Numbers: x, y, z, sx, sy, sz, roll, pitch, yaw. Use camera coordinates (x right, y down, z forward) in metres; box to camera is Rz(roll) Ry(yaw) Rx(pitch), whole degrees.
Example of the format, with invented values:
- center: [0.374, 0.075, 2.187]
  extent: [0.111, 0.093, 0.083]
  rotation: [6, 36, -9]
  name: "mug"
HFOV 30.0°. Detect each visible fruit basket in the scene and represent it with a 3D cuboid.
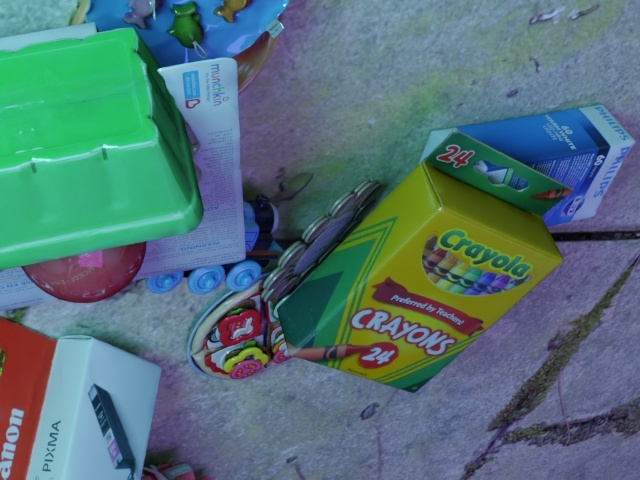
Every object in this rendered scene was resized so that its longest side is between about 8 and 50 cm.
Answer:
- center: [-0.226, -0.035, 1.017]
  extent: [0.327, 0.165, 0.353]
  rotation: [-12, 161, -7]
  name: "fruit basket"

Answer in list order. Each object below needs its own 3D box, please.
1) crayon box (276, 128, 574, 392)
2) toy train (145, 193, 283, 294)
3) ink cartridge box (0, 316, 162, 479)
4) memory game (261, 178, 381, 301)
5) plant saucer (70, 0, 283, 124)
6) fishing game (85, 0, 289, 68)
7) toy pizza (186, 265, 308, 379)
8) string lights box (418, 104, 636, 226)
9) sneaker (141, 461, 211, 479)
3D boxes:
- center: [0.125, 0.035, 1.357]
  extent: [0.202, 0.081, 0.318]
  rotation: [21, 126, -34]
  name: "crayon box"
- center: [-0.120, -0.003, 1.239]
  extent: [0.184, 0.080, 0.105]
  rotation: [0, 128, -39]
  name: "toy train"
- center: [-0.283, 0.232, 1.254]
  extent: [0.060, 0.275, 0.239]
  rotation: [-1, 160, 31]
  name: "ink cartridge box"
- center: [0.000, 0.000, 1.328]
  extent: [0.186, 0.012, 0.186]
  rotation: [-44, 169, -11]
  name: "memory game"
- center: [-0.129, -0.182, 1.044]
  extent: [0.200, 0.037, 0.200]
  rotation: [-21, 143, -16]
  name: "plant saucer"
- center: [-0.099, -0.202, 0.977]
  extent: [0.189, 0.041, 0.264]
  rotation: [8, 129, -40]
  name: "fishing game"
- center: [-0.066, 0.109, 1.457]
  extent: [0.201, 0.032, 0.201]
  rotation: [-21, 144, -17]
  name: "toy pizza"
- center: [0.238, -0.076, 1.435]
  extent: [0.260, 0.076, 0.133]
  rotation: [-11, 141, -29]
  name: "string lights box"
- center: [-0.235, 0.330, 1.551]
  extent: [0.136, 0.116, 0.314]
  rotation: [-47, 152, 2]
  name: "sneaker"
